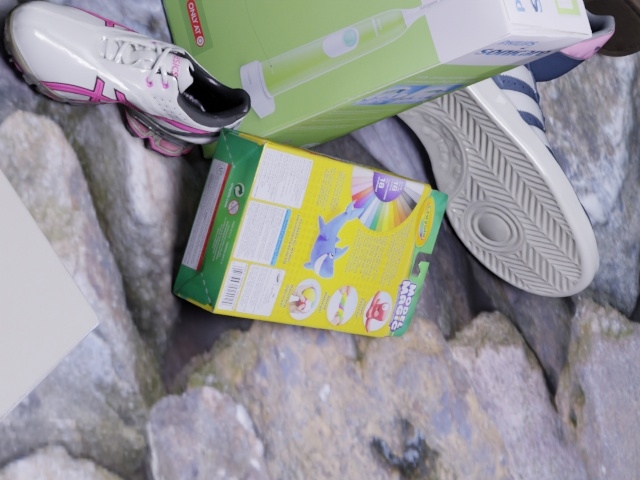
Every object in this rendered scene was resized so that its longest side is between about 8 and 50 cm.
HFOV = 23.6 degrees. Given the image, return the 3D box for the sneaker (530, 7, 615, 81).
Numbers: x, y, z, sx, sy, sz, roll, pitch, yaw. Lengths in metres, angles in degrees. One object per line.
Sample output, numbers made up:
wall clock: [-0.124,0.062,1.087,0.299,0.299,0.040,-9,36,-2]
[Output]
sneaker: [0.165,-0.294,1.452,0.319,0.131,0.112,52,42,-22]

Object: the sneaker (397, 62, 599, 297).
sneaker: [0.157,-0.115,1.367,0.350,0.131,0.148,56,45,-18]

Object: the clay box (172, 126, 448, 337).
clay box: [0.000,0.000,1.151,0.222,0.053,0.127,12,97,-49]

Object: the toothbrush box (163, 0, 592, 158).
toothbrush box: [0.026,-0.198,1.120,0.122,0.283,0.206,-8,81,-51]

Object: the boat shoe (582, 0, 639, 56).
boat shoe: [0.256,-0.324,1.609,0.307,0.111,0.104,48,38,-41]

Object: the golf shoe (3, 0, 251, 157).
golf shoe: [-0.131,-0.122,1.059,0.186,0.086,0.067,25,58,-41]

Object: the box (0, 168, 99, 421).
box: [-0.271,-0.035,0.804,0.311,0.148,0.121,58,41,-14]
